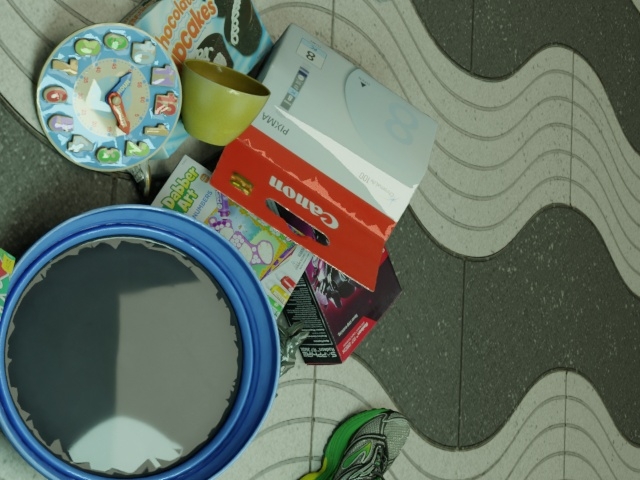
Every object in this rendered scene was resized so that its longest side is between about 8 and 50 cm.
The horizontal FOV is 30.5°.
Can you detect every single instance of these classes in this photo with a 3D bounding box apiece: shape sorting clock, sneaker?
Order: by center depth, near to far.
[{"bbox_3d":[-0.288,-0.196,1.616,0.206,0.040,0.206,-9,109,-29],"label":"shape sorting clock"},{"bbox_3d":[-0.267,-0.103,1.716,0.032,0.037,0.083,-98,-174,-60],"label":"sneaker"},{"bbox_3d":[0.072,0.418,2.030,0.343,0.146,0.134,-46,123,-45],"label":"sneaker"}]

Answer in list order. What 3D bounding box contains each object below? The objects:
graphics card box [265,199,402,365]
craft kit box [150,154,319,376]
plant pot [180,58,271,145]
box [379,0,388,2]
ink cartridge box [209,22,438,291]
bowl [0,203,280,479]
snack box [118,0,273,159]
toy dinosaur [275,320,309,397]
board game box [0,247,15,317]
[{"bbox_3d":[0.000,0.000,2.006,0.233,0.094,0.371,-44,120,-44],"label":"graphics card box"},{"bbox_3d":[-0.162,0.040,1.709,0.247,0.061,0.250,32,61,-6],"label":"craft kit box"},{"bbox_3d":[-0.152,-0.195,1.710,0.134,0.134,0.095,-2,121,-53],"label":"plant pot"},{"bbox_3d":[0.109,-0.572,2.233,0.114,0.036,0.207,23,70,-50],"label":"box"},{"bbox_3d":[0.017,-0.141,1.846,0.308,0.091,0.385,34,39,-13],"label":"ink cartridge box"},{"bbox_3d":[-0.247,0.149,1.550,0.391,0.077,0.391,4,80,-23],"label":"bowl"},{"bbox_3d":[-0.206,-0.289,1.780,0.322,0.060,0.187,-54,128,-39],"label":"snack box"},{"bbox_3d":[-0.164,0.148,1.775,0.218,0.164,0.322,26,85,-32],"label":"toy dinosaur"},{"bbox_3d":[-0.431,0.098,1.350,0.124,0.039,0.259,41,41,-40],"label":"board game box"}]
